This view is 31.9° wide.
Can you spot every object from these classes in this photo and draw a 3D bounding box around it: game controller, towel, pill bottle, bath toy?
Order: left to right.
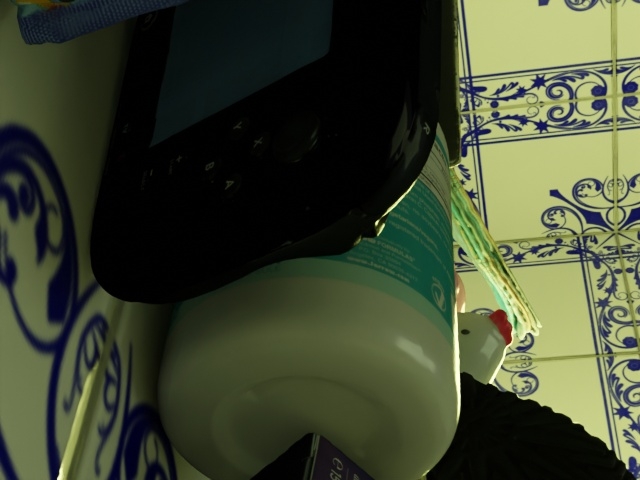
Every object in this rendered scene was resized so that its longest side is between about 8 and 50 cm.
[{"bbox_3d":[-0.021,-0.119,0.500,0.067,0.166,0.319,45,39,-43],"label":"game controller"},{"bbox_3d":[0.000,0.000,0.616,0.264,0.146,0.146,-86,167,-47],"label":"pill bottle"},{"bbox_3d":[0.120,0.071,1.206,0.151,0.129,0.348,40,11,-15],"label":"bath toy"},{"bbox_3d":[0.137,-0.072,1.326,0.370,0.040,0.271,54,7,-42],"label":"towel"}]

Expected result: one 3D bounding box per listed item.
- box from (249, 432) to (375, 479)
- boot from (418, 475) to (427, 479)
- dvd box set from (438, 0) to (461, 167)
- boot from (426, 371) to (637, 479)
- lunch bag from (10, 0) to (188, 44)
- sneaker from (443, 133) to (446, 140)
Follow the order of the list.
[{"bbox_3d":[0.029,0.215,0.485,0.207,0.108,0.153,41,23,-13],"label":"box"},{"bbox_3d":[0.015,0.163,0.766,0.203,0.095,0.262,-61,143,-74],"label":"boot"},{"bbox_3d":[0.060,-0.311,1.108,0.420,0.062,0.307,-103,-177,-49],"label":"dvd box set"},{"bbox_3d":[0.145,0.259,0.968,0.348,0.131,0.260,30,-41,52],"label":"boot"},{"bbox_3d":[-0.074,-0.250,0.433,0.293,0.138,0.221,-98,174,-53],"label":"lunch bag"},{"bbox_3d":[0.040,-0.107,0.965,0.109,0.130,0.286,-81,162,-47],"label":"sneaker"}]
